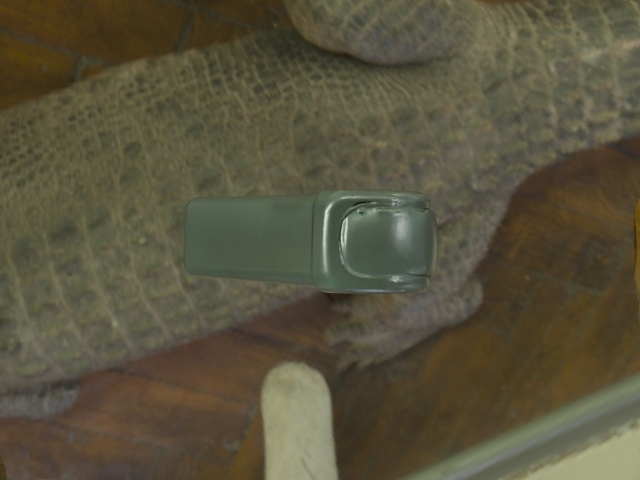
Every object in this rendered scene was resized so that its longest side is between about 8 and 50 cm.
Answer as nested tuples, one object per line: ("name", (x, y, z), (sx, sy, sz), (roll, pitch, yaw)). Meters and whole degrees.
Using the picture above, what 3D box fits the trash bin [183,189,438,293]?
("trash bin", (0.000, 0.000, 1.295), (0.177, 0.236, 0.101), (-3, 93, -53))

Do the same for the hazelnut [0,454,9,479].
("hazelnut", (-0.345, 0.215, 0.998), (0.208, 0.208, 0.208), (-6, 118, -12))

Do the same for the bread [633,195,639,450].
("bread", (0.248, 0.050, 0.361), (0.380, 0.185, 0.109), (13, 81, -44))
